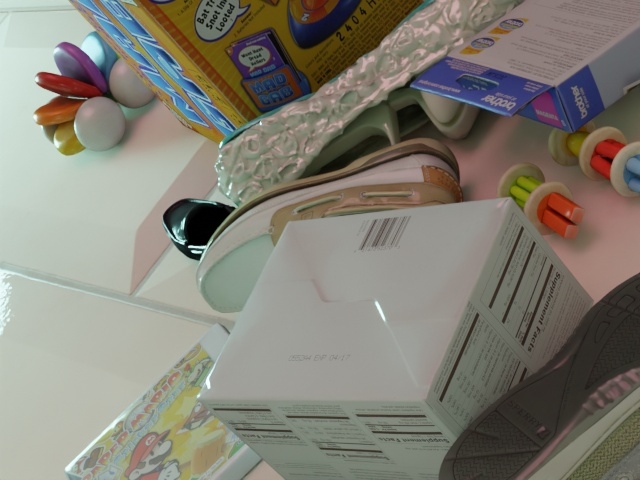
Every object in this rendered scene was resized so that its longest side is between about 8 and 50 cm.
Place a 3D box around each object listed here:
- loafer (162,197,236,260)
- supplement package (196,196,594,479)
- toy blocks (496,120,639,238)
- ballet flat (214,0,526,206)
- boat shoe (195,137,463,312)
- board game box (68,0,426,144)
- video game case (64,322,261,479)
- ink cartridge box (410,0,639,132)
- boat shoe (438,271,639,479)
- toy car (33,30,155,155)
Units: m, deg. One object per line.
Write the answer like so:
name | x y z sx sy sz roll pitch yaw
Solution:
loafer | -0.121 -0.014 1.687 0.076 0.078 0.223 -48 32 -11
supplement package | 0.064 0.093 1.292 0.262 0.145 0.204 -5 48 44
toy blocks | 0.242 -0.047 1.356 0.123 0.054 0.148 -44 32 -5
ballet flat | 0.080 -0.133 1.586 0.409 0.147 0.147 -33 33 10
boat shoe | 0.000 0.000 1.506 0.302 0.113 0.103 -28 29 19
board game box | -0.083 -0.343 1.776 0.356 0.356 0.356 -47 32 -8
video game case | -0.143 0.203 1.498 0.227 0.026 0.206 -44 31 -3
ink cartridge box | 0.258 -0.198 1.453 0.311 0.065 0.186 -34 28 -17
boat shoe | 0.237 0.120 1.131 0.320 0.103 0.118 -40 30 -5
toy car | -0.328 -0.213 2.096 0.159 0.136 0.182 8 57 52
